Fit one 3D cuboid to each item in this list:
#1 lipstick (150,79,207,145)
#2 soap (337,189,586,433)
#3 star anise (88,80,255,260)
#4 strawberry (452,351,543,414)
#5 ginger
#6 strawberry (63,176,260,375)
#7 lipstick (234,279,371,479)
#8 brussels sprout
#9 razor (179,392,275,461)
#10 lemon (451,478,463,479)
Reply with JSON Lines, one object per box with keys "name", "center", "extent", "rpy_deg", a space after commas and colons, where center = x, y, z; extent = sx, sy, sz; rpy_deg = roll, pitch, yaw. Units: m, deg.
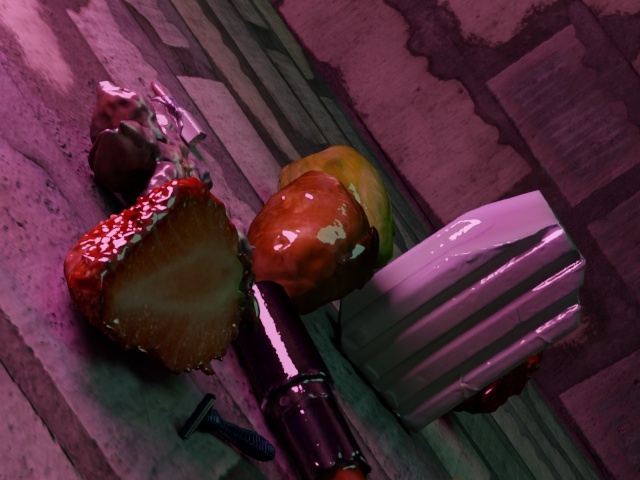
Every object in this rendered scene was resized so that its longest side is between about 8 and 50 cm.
{"name": "lipstick", "center": [-0.195, -0.174, 1.735], "extent": [0.107, 0.025, 0.025], "rpy_deg": [51, 9, 15]}
{"name": "soap", "center": [0.205, 0.090, 1.811], "extent": [0.208, 0.347, 0.115], "rpy_deg": [50, 13, -23]}
{"name": "star anise", "center": [-0.160, -0.064, 1.357], "extent": [0.236, 0.093, 0.229], "rpy_deg": [54, 11, 4]}
{"name": "strawberry", "center": [0.235, 0.165, 2.127], "extent": [0.274, 0.274, 0.220], "rpy_deg": [52, 48, -16]}
{"name": "ginger", "center": [0.000, 0.000, 1.688], "extent": [0.165, 0.172, 0.321], "rpy_deg": [18, 6, 11]}
{"name": "strawberry", "center": [-0.152, 0.028, 1.123], "extent": [0.236, 0.106, 0.175], "rpy_deg": [38, 57, -56]}
{"name": "lipstick", "center": [-0.018, 0.167, 1.307], "extent": [0.081, 0.081, 0.300], "rpy_deg": [42, 17, -51]}
{"name": "brussels sprout", "center": [0.033, -0.043, 1.962], "extent": [0.223, 0.161, 0.223], "rpy_deg": [50, 5, -6]}
{"name": "razor", "center": [-0.082, 0.170, 1.157], "extent": [0.028, 0.044, 0.154], "rpy_deg": [31, -6, 32]}
{"name": "lemon", "center": [0.197, 0.360, 1.719], "extent": [0.092, 0.065, 0.065], "rpy_deg": [62, 11, 6]}
